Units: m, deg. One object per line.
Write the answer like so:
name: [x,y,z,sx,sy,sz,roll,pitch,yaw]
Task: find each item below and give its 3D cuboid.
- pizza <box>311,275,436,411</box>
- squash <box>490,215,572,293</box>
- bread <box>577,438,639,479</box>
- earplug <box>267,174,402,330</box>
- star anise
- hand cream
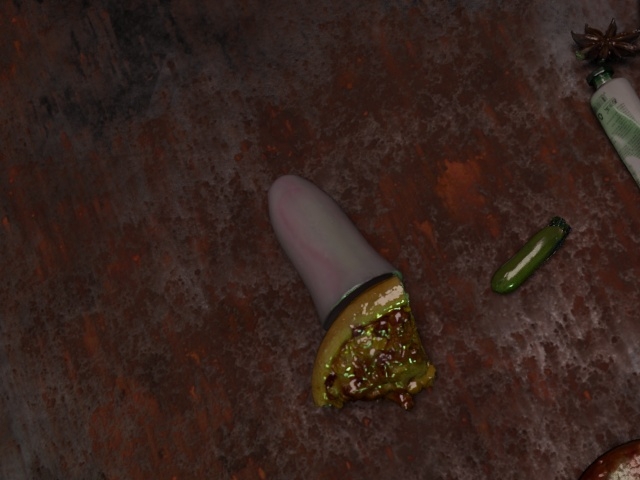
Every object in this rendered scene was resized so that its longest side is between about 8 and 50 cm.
pizza: [0.111,0.211,1.632,0.229,0.081,0.289,28,107,-19]
squash: [0.379,0.029,1.672,0.183,0.052,0.052,-42,72,-1]
bread: [0.549,0.471,1.501,0.327,0.114,0.295,-46,71,1]
earplug: [0.000,0.000,1.722,0.172,0.172,0.301,-37,65,4]
star anise: [0.524,-0.360,1.707,0.141,0.042,0.141,-4,46,4]
hand cream: [0.568,-0.159,1.638,0.076,0.121,0.336,-17,70,-16]
